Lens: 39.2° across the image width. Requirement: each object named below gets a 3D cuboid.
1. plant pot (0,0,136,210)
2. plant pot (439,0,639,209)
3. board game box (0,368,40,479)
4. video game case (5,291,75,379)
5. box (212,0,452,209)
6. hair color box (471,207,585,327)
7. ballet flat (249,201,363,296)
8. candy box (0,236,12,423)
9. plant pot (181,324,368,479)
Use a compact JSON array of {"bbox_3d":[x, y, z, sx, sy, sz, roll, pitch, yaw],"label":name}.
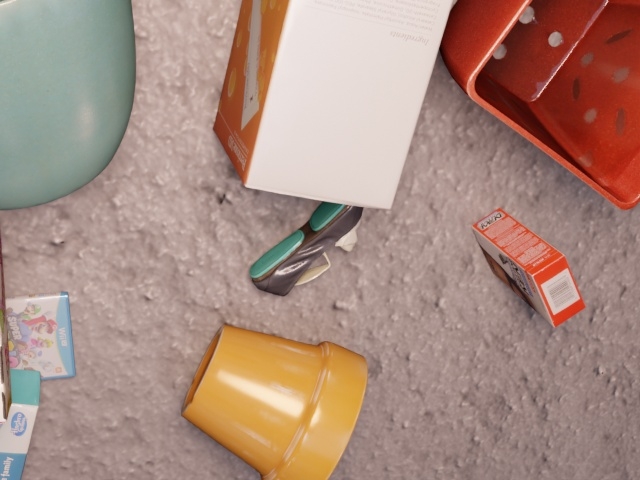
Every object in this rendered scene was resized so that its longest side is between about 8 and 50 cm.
[{"bbox_3d":[-0.311,-0.172,0.864,0.293,0.293,0.235,-15,131,-10],"label":"plant pot"},{"bbox_3d":[0.291,-0.240,1.033,0.267,0.235,0.267,31,102,-25],"label":"plant pot"},{"bbox_3d":[-0.536,0.261,1.087,0.336,0.079,0.253,10,114,-21],"label":"board game box"},{"bbox_3d":[-0.394,0.126,1.115,0.166,0.015,0.119,-5,114,-15],"label":"video game case"},{"bbox_3d":[0.015,-0.237,0.964,0.168,0.215,0.345,8,110,-20],"label":"box"},{"bbox_3d":[0.272,0.033,1.186,0.053,0.167,0.093,-32,118,-2],"label":"hair color box"},{"bbox_3d":[0.000,0.000,1.147,0.203,0.074,0.074,-42,118,11],"label":"ballet flat"},{"bbox_3d":[-0.378,0.076,0.969,0.071,0.159,0.233,-3,89,-17],"label":"candy box"},{"bbox_3d":[-0.068,0.204,1.158,0.188,0.205,0.205,26,104,-9],"label":"plant pot"}]
